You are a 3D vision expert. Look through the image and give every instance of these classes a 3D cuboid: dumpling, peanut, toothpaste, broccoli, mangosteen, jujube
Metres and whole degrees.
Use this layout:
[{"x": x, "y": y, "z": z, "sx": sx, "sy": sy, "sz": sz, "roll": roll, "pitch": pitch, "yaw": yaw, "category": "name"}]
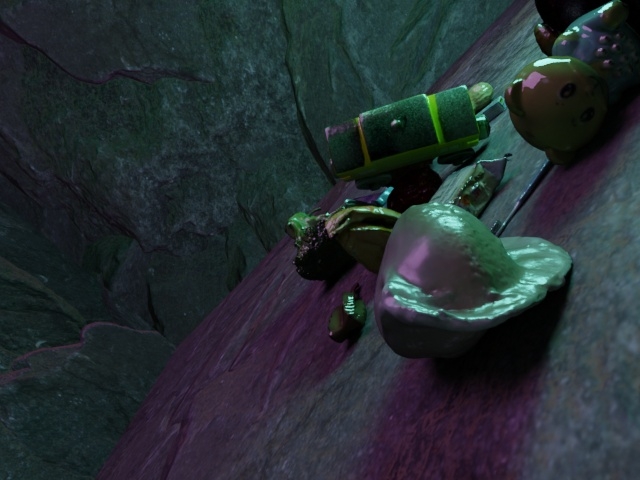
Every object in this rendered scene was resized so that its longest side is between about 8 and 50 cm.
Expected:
[{"x": 0.178, "y": 0.045, "z": 0.789, "sx": 0.270, "sy": 0.211, "sz": 0.321, "roll": -36, "pitch": 25, "yaw": 37, "category": "dumpling"}, {"x": 0.486, "y": -0.441, "z": 1.832, "sx": 0.187, "sy": 0.082, "sz": 0.082, "roll": -44, "pitch": 10, "yaw": 25, "category": "peanut"}, {"x": 0.187, "y": -0.118, "z": 1.891, "sx": 0.125, "sy": 0.080, "sz": 0.371, "roll": -51, "pitch": 19, "yaw": -19, "category": "toothpaste"}, {"x": 0.000, "y": 0.000, "z": 1.732, "sx": 0.269, "sy": 0.241, "sz": 0.262, "roll": -33, "pitch": -26, "yaw": -36, "category": "broccoli"}, {"x": 0.561, "y": -0.489, "z": 1.127, "sx": 0.288, "sy": 0.288, "sz": 0.288, "roll": -46, "pitch": 9, "yaw": 10, "category": "mangosteen"}, {"x": 0.243, "y": -0.116, "z": 1.464, "sx": 0.176, "sy": 0.109, "sz": 0.112, "roll": -38, "pitch": 14, "yaw": 52, "category": "jujube"}, {"x": 0.477, "y": -0.361, "z": 1.657, "sx": 0.164, "sy": 0.034, "sz": 0.046, "roll": -38, "pitch": 13, "yaw": 44, "category": "toothpaste"}]

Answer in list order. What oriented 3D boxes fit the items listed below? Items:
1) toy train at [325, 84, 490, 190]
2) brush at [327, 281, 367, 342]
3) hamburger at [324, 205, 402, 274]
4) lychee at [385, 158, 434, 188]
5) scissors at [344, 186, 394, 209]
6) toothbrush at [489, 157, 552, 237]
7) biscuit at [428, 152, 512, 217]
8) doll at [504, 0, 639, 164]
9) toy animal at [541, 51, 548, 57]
[{"x": 0.219, "y": -0.262, "z": 1.456, "sx": 0.441, "sy": 0.179, "sz": 0.272, "roll": -15, "pitch": -9, "yaw": 13, "category": "toy train"}, {"x": 0.068, "y": 0.148, "z": 1.308, "sx": 0.084, "sy": 0.071, "sz": 0.301, "roll": -48, "pitch": 3, "yaw": 15, "category": "brush"}, {"x": 0.110, "y": -0.031, "z": 1.333, "sx": 0.155, "sy": 0.207, "sz": 0.135, "roll": -49, "pitch": 33, "yaw": 20, "category": "hamburger"}, {"x": 0.229, "y": -0.297, "z": 1.806, "sx": 0.276, "sy": 0.276, "sz": 0.304, "roll": -50, "pitch": 35, "yaw": -17, "category": "lychee"}, {"x": 0.124, "y": -0.080, "z": 1.530, "sx": 0.193, "sy": 0.029, "sz": 0.447, "roll": -58, "pitch": -15, "yaw": 8, "category": "scissors"}, {"x": 0.375, "y": -0.088, "z": 1.028, "sx": 0.219, "sy": 0.019, "sz": 0.016, "roll": -49, "pitch": 4, "yaw": -13, "category": "toothbrush"}, {"x": 0.274, "y": -0.058, "z": 1.179, "sx": 0.309, "sy": 0.079, "sz": 0.186, "roll": -51, "pitch": 12, "yaw": -24, "category": "biscuit"}, {"x": 0.449, "y": -0.274, "z": 0.992, "sx": 0.261, "sy": 0.177, "sz": 0.161, "roll": -47, "pitch": 13, "yaw": -14, "category": "doll"}, {"x": 0.649, "y": -0.522, "z": 1.388, "sx": 0.195, "sy": 0.090, "sz": 0.324, "roll": -51, "pitch": -1, "yaw": 20, "category": "toy animal"}]
